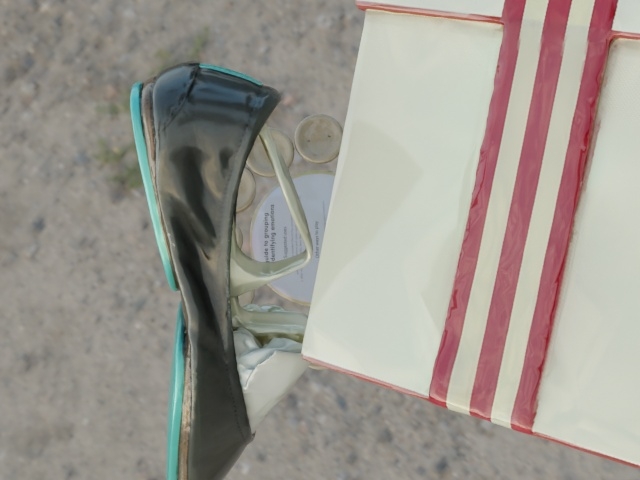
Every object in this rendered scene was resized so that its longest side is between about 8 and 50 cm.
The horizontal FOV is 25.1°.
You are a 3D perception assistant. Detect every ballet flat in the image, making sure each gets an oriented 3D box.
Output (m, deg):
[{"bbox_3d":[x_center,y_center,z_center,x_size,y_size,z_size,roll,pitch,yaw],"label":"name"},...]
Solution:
[{"bbox_3d":[-0.051,0.034,0.833,0.096,0.280,0.095,-2,26,0],"label":"ballet flat"}]

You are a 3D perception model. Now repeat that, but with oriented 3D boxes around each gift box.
[{"bbox_3d":[0.163,-0.040,0.731,0.255,0.276,0.258,14,97,34],"label":"gift box"}]

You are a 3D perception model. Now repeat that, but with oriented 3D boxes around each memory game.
[{"bbox_3d":[0.000,0.000,1.027,0.186,0.012,0.186,0,82,2],"label":"memory game"}]
